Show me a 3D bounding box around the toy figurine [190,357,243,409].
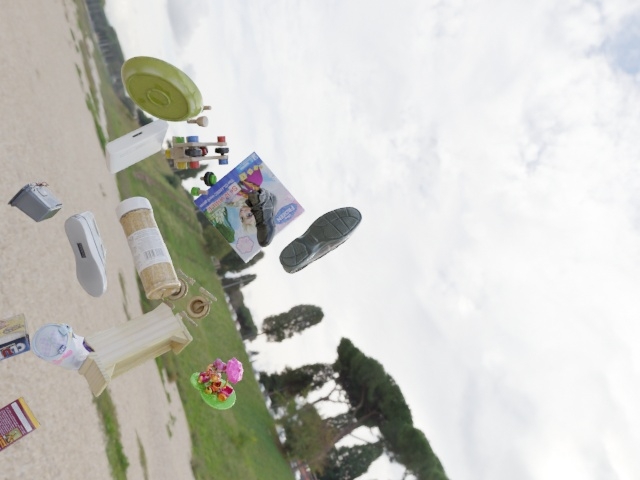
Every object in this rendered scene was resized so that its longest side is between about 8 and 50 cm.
[{"bbox_3d":[-0.331,0.451,1.722,0.173,0.130,0.159,34,-65,2],"label":"toy figurine"}]

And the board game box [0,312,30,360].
[{"bbox_3d":[-0.864,0.267,1.356,0.243,0.165,0.042,13,-62,59],"label":"board game box"}]

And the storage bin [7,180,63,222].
[{"bbox_3d":[-0.804,-0.112,1.476,0.091,0.098,0.135,45,3,-13],"label":"storage bin"}]

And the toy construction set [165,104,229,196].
[{"bbox_3d":[-0.502,-0.361,1.899,0.258,0.237,0.309,-62,151,-48],"label":"toy construction set"}]

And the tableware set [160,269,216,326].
[{"bbox_3d":[-0.478,0.202,1.824,0.194,0.128,0.039,35,-8,10],"label":"tableware set"}]

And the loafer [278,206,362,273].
[{"bbox_3d":[0.000,0.000,1.440,0.096,0.267,0.084,51,-13,22],"label":"loafer"}]

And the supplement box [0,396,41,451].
[{"bbox_3d":[-0.913,0.544,1.459,0.104,0.188,0.081,57,-30,2],"label":"supplement box"}]

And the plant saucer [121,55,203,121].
[{"bbox_3d":[-0.452,-0.413,1.454,0.241,0.240,0.037,109,-4,-62],"label":"plant saucer"}]

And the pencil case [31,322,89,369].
[{"bbox_3d":[-0.838,0.351,1.689,0.113,0.124,0.273,28,-23,5],"label":"pencil case"}]

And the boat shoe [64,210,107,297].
[{"bbox_3d":[-0.702,0.041,1.575,0.088,0.096,0.268,-56,138,-63],"label":"boat shoe"}]

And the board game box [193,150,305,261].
[{"bbox_3d":[-0.280,-0.133,2.045,0.318,0.318,0.066,48,-6,2],"label":"board game box"}]

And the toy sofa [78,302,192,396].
[{"bbox_3d":[-0.658,0.375,1.819,0.177,0.362,0.150,55,-48,10],"label":"toy sofa"}]

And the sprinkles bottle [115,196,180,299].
[{"bbox_3d":[-0.601,0.025,1.784,0.356,0.121,0.121,64,-19,18],"label":"sprinkles bottle"}]

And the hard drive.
[{"bbox_3d":[-0.618,-0.312,1.723,0.040,0.203,0.307,60,-21,-8],"label":"hard drive"}]

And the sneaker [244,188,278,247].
[{"bbox_3d":[-0.222,-0.091,1.873,0.087,0.130,0.228,-13,-118,33],"label":"sneaker"}]
